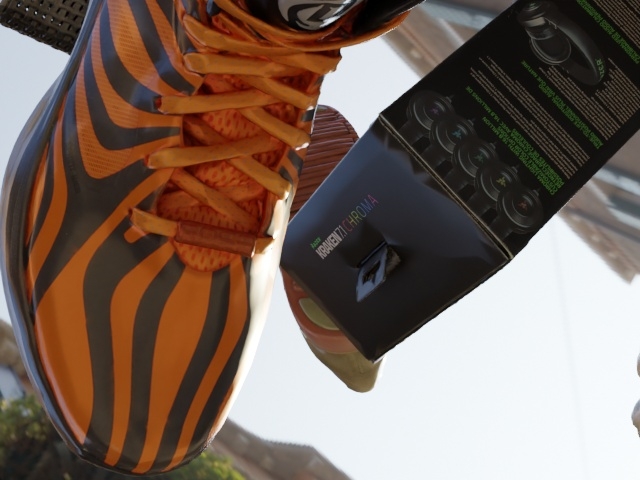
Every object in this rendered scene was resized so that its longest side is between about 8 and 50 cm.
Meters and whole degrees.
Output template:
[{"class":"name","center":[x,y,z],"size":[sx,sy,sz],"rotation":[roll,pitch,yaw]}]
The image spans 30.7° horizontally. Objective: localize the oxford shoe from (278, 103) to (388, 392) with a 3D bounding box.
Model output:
[{"class":"oxford shoe","center":[0.000,0.000,1.352],"size":[0.141,0.397,0.146],"rotation":[-10,-43,3]}]

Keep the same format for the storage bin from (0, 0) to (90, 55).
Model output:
[{"class":"storage bin","center":[-0.160,-0.231,0.815],"size":[0.084,0.122,0.180],"rotation":[22,-61,-34]}]

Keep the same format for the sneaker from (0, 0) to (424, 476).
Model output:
[{"class":"sneaker","center":[-0.039,-0.058,0.454],"size":[0.125,0.180,0.321],"rotation":[8,-92,-26]}]

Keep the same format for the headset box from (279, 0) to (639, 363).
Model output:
[{"class":"headset box","center":[0.115,-0.059,0.887],"size":[0.131,0.246,0.283],"rotation":[47,-120,2]}]

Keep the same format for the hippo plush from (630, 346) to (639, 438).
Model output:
[{"class":"hippo plush","center":[0.471,0.149,1.398],"size":[0.234,0.236,0.294],"rotation":[11,-86,-1]}]
